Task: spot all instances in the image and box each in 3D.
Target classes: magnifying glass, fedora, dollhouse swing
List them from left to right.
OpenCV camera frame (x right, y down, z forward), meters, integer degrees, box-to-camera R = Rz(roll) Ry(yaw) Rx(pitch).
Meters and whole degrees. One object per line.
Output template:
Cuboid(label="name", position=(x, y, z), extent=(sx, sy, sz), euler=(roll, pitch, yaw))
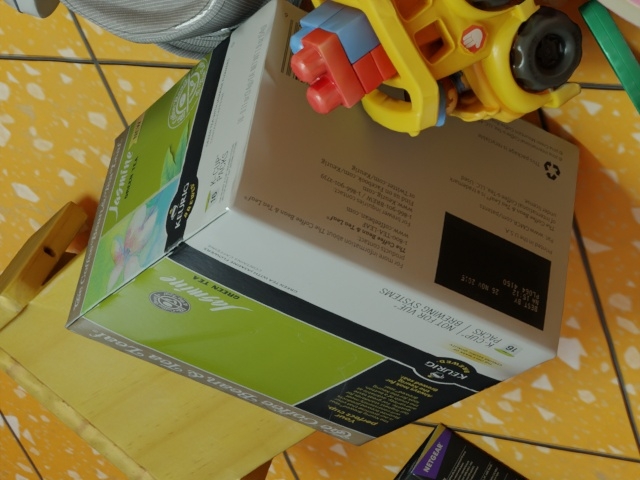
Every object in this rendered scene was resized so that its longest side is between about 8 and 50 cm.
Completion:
Cuboid(label="fedora", position=(-0.143, -0.251, 1.514), extent=(0.275, 0.124, 0.244), euler=(6, 120, 32))
Cuboid(label="dollhouse swing", position=(-0.145, 0.085, 1.892), extent=(0.347, 0.315, 0.305), euler=(42, 118, -11))
Cuboid(label="magnifying glass", position=(0.272, -0.108, 1.443), extent=(0.026, 0.092, 0.231), euler=(-30, 127, 9))

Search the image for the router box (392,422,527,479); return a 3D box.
Cuboid(label="router box", position=(0.172, 0.370, 2.051), extent=(0.243, 0.081, 0.309), euler=(33, 144, 3))

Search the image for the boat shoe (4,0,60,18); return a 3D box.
Cuboid(label="boat shoe", position=(-0.298, -0.321, 1.628), extent=(0.088, 0.096, 0.267), euler=(18, 149, 14))

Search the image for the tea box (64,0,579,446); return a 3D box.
Cuboid(label="tea box", position=(0.000, 0.000, 1.564), extent=(0.329, 0.220, 0.323), euler=(25, 148, -24))

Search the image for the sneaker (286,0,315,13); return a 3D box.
Cuboid(label="sneaker", position=(-0.016, -0.212, 1.567), extent=(0.134, 0.051, 0.070), euler=(34, 127, 19))

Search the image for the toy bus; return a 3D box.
Cuboid(label="toy bus", position=(0.075, -0.158, 1.384), extent=(0.149, 0.211, 0.220), euler=(26, 153, 54))

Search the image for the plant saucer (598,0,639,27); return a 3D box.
Cuboid(label="plant saucer", position=(0.279, -0.258, 1.249), extent=(0.332, 0.084, 0.332), euler=(21, 141, 18))
